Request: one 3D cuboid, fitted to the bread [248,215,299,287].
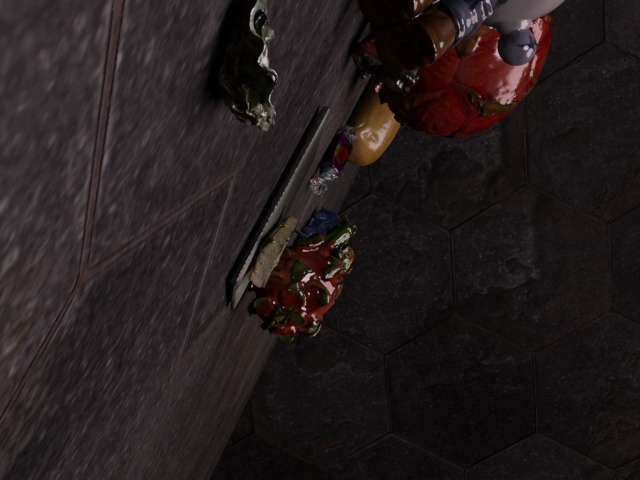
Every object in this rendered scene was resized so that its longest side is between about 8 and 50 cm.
[{"bbox_3d":[-0.060,0.012,1.197,0.068,0.028,0.154,-63,180,15],"label":"bread"}]

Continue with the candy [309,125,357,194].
[{"bbox_3d":[0.027,-0.150,1.631,0.043,0.045,0.175,-17,-143,44],"label":"candy"}]

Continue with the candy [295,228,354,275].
[{"bbox_3d":[-0.005,0.008,1.532,0.184,0.049,0.056,33,-88,48],"label":"candy"}]

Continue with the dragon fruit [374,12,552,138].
[{"bbox_3d":[0.221,-0.311,1.428,0.277,0.277,0.343,-57,168,-70],"label":"dragon fruit"}]

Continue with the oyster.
[{"bbox_3d":[-0.047,-0.116,0.573,0.098,0.037,0.100,-100,-169,-63],"label":"oyster"}]

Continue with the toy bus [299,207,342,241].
[{"bbox_3d":[0.001,0.003,2.032,0.079,0.094,0.236,-65,177,24],"label":"toy bus"}]

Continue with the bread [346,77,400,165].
[{"bbox_3d":[0.117,-0.251,1.846,0.217,0.098,0.147,-62,-179,-14],"label":"bread"}]

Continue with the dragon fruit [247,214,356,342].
[{"bbox_3d":[-0.027,0.046,1.413,0.135,0.137,0.236,119,-4,-70],"label":"dragon fruit"}]

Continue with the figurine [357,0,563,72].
[{"bbox_3d":[0.188,-0.322,1.084,0.382,0.186,0.261,-39,125,-35],"label":"figurine"}]

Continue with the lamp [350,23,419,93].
[{"bbox_3d":[0.135,-0.326,1.234,0.253,0.118,0.118,-62,177,-10],"label":"lamp"}]

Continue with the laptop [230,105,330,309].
[{"bbox_3d":[-0.059,-0.039,1.228,0.269,0.015,0.188,-63,178,-17],"label":"laptop"}]
